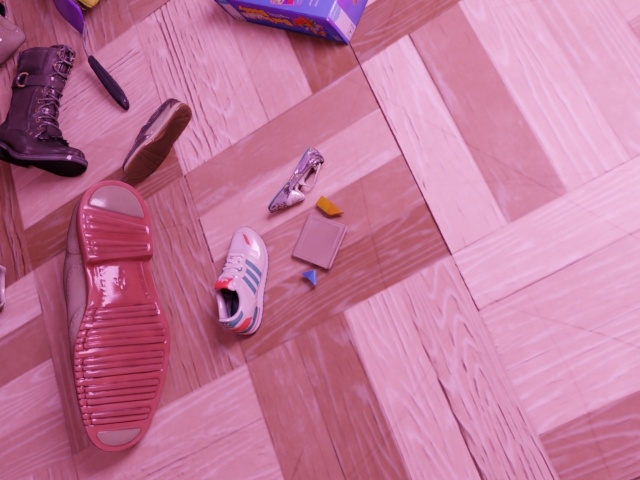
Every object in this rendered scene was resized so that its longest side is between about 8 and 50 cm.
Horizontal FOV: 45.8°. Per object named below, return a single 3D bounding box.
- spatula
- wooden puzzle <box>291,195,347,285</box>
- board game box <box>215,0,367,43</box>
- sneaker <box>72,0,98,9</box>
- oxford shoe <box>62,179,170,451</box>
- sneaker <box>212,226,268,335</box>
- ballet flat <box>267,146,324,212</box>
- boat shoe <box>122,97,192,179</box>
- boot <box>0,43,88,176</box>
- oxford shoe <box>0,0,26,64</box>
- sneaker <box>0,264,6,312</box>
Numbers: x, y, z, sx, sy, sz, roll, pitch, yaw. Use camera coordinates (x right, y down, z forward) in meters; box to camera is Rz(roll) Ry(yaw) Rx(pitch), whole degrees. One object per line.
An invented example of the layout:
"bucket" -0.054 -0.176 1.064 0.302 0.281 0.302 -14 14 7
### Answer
"spatula" -0.411 -0.341 1.352 0.030 0.084 0.296 -25 69 -18
"wooden puzzle" 0.000 0.000 1.080 0.078 0.014 0.116 28 89 34
"board game box" 0.001 -0.499 1.184 0.233 0.078 0.347 22 86 29
"sneaker" -0.473 -0.522 1.426 0.123 0.109 0.295 -41 56 -18
"oxford shoe" -0.322 0.117 1.161 0.146 0.140 0.397 -19 69 54
"sneaker" -0.118 0.052 1.085 0.057 0.075 0.161 -5 73 25
"ballet flat" -0.032 -0.081 1.105 0.041 0.041 0.114 37 94 30
"boat shoe" -0.272 -0.167 1.242 0.049 0.056 0.152 37 84 34
"boot" -0.485 -0.241 1.343 0.262 0.091 0.229 13 82 31
"oxford shoe" -0.692 -0.445 1.511 0.130 0.123 0.348 -35 59 -16
"sneaker" -0.585 0.124 1.300 0.086 0.064 0.192 -9 68 29
